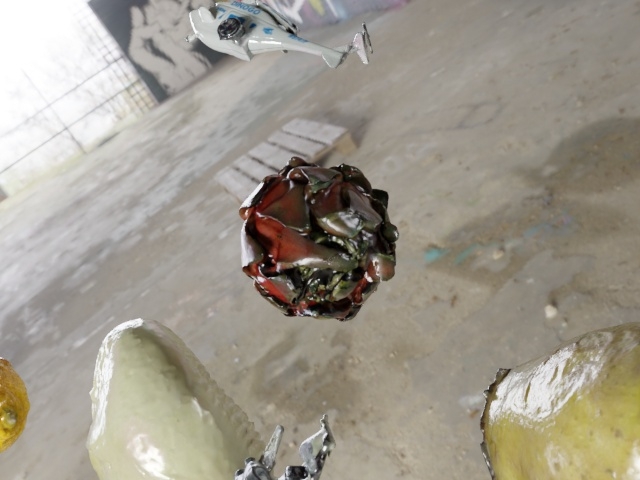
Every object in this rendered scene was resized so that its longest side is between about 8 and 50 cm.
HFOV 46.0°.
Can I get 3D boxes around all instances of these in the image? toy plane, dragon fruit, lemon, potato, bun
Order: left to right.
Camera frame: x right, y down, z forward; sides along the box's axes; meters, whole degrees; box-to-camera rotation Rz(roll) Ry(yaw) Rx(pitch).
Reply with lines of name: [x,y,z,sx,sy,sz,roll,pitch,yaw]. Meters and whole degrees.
lemon: [-0.454,0.218,0.984,0.187,0.142,0.142,6,40,34]
bun: [-0.218,0.282,1.075,0.213,0.361,0.361,-40,21,-10]
toy plane: [-0.037,0.230,0.534,0.192,0.088,0.262,-55,13,5]
toy plane: [-0.066,-0.275,1.045,0.107,0.273,0.182,-56,-10,-15]
dragon fruit: [-0.003,0.001,0.791,0.182,0.182,0.188,-44,-7,-26]
potato: [0.281,0.178,0.676,0.229,0.229,0.266,-41,-9,-20]
